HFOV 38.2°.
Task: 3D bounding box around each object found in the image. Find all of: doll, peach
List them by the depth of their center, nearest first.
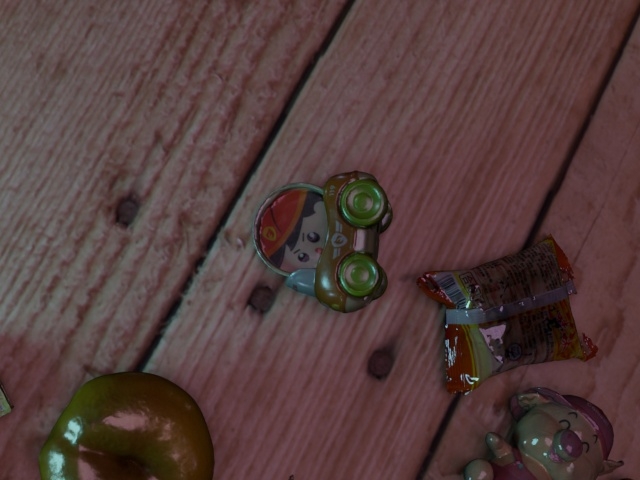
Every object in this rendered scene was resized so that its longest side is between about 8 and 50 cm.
[{"bbox_3d":[-0.279,0.317,1.356,0.251,0.153,0.251,0,84,-4],"label":"peach"},{"bbox_3d":[0.358,0.350,1.481,0.256,0.152,0.196,-40,106,-17],"label":"doll"}]

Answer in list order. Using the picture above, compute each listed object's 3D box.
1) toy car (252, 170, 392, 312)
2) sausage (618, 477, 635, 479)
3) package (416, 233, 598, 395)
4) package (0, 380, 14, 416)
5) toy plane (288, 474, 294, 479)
[{"bbox_3d":[0.000,0.000,1.469,0.235,0.145,0.235,-1,83,8],"label":"toy car"},{"bbox_3d":[0.418,0.516,1.501,0.330,0.102,0.102,-36,91,-12],"label":"sausage"},{"bbox_3d":[0.316,0.124,1.521,0.288,0.108,0.223,-16,88,-16],"label":"package"},{"bbox_3d":[-0.514,0.211,1.368,0.071,0.047,0.131,-26,91,-10],"label":"package"},{"bbox_3d":[-0.043,0.461,1.429,0.135,0.062,0.188,18,75,-38],"label":"toy plane"}]
